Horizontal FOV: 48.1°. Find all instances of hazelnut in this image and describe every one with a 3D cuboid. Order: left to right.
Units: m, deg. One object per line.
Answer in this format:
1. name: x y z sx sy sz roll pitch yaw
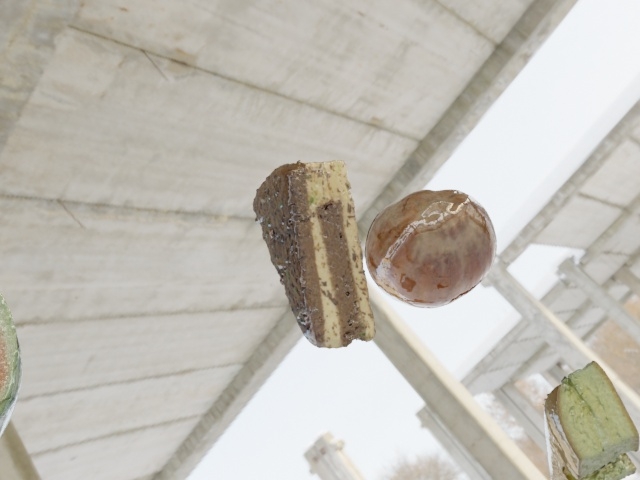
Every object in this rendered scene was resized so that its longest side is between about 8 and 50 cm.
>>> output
1. hazelnut: 0.069 0.002 0.464 0.086 0.086 0.086 -32 -28 -19

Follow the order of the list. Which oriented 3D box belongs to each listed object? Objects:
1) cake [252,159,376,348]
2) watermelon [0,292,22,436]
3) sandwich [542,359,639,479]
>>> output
1. cake: 0.005 0.006 0.936 0.112 0.246 0.135 -6 -35 -28
2. watermelon: -0.500 0.210 0.928 0.224 0.305 0.180 -24 -33 37
3. sandwich: 0.344 0.267 0.923 0.090 0.088 0.244 -27 -47 -12
